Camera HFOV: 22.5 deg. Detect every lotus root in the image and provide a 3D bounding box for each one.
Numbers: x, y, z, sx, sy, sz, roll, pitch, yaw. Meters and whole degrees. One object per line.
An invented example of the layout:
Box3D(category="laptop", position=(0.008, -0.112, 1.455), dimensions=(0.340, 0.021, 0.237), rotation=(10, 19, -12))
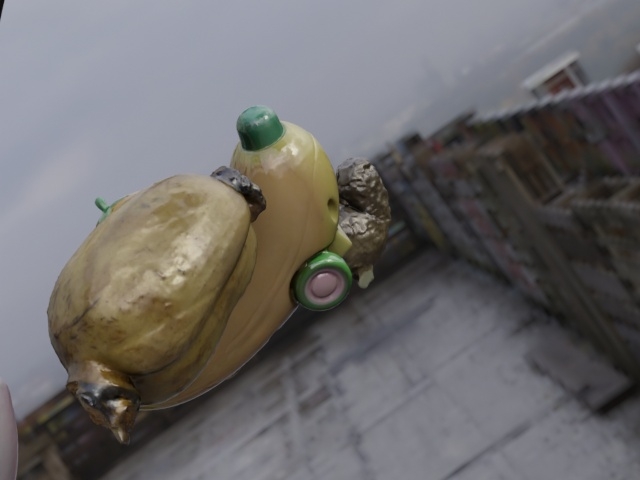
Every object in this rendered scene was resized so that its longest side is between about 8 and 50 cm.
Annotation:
Box3D(category="lotus root", position=(-0.140, 0.045, 1.336), dimensions=(0.257, 0.140, 0.154), rotation=(-55, -19, -30))

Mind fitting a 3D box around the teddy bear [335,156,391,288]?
Box3D(category="teddy bear", position=(0.000, 0.000, 1.961), dimensions=(0.177, 0.140, 0.190), rotation=(-39, 10, -22))

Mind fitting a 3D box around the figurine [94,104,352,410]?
Box3D(category="figurine", position=(-0.112, 0.024, 1.513), dimensions=(0.324, 0.222, 0.124), rotation=(-47, 35, 10))

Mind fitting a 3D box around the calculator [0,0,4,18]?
Box3D(category="calculator", position=(-0.527, -0.368, 2.268), dimensions=(0.173, 0.293, 0.051), rotation=(8, -15, 0))

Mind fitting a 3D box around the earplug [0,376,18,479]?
Box3D(category="earplug", position=(-0.400, 0.279, 1.708), dimensions=(0.172, 0.172, 0.301), rotation=(179, 104, -84))
